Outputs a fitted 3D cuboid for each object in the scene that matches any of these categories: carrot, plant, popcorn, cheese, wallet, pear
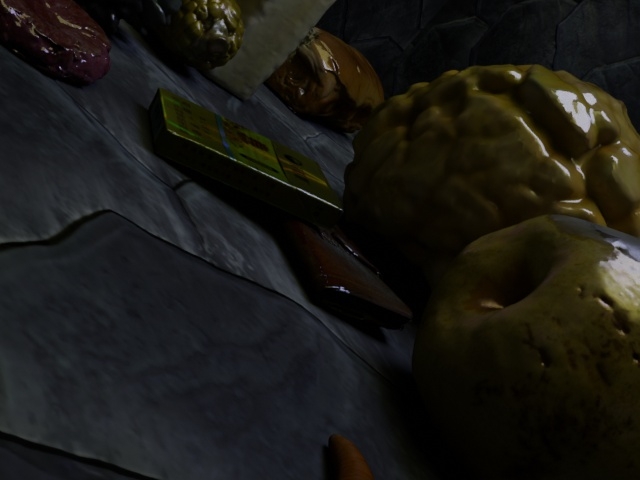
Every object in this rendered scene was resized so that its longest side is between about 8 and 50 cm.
[{"bbox_3d":[0.017,0.144,0.489,0.035,0.035,0.142,41,6,-7],"label":"carrot"},{"bbox_3d":[-0.238,-0.312,0.992,0.194,0.129,0.132,29,21,-35],"label":"plant"},{"bbox_3d":[0.235,-0.058,1.086,0.390,0.354,0.344,49,33,19],"label":"popcorn"},{"bbox_3d":[-0.099,-0.381,1.304,0.124,0.265,0.242,28,19,-47],"label":"cheese"},{"bbox_3d":[0.000,0.000,0.895,0.137,0.031,0.255,27,18,-38],"label":"wallet"},{"bbox_3d":[0.210,0.116,0.736,0.271,0.271,0.271,40,13,-11],"label":"pear"}]

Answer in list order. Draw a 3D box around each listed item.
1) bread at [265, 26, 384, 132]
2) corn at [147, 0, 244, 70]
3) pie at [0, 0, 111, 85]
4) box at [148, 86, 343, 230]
[{"bbox_3d":[0.014,-0.319,1.697,0.195,0.149,0.344,45,13,14],"label":"bread"},{"bbox_3d":[-0.209,-0.349,1.212,0.120,0.120,0.363,28,19,-47],"label":"corn"},{"bbox_3d":[-0.249,-0.196,0.778,0.153,0.038,0.153,40,15,-13],"label":"pie"},{"bbox_3d":[-0.076,-0.081,0.863,0.193,0.030,0.121,23,21,-24],"label":"box"}]
